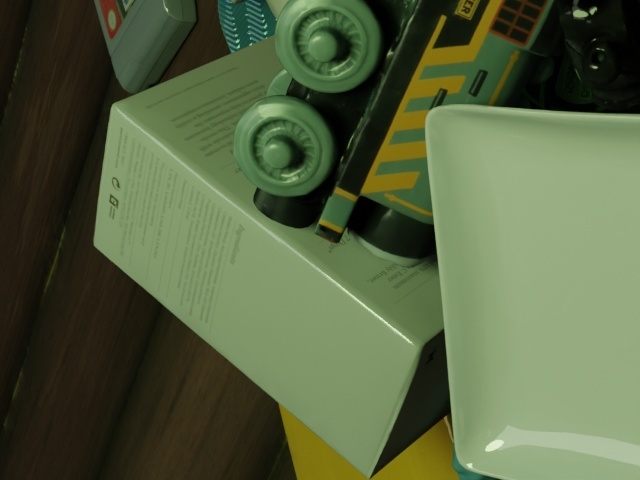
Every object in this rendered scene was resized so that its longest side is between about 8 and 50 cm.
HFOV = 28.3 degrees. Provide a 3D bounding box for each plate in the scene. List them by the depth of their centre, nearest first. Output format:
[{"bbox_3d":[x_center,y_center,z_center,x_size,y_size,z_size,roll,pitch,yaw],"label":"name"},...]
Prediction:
[{"bbox_3d":[0.202,0.046,0.826,0.277,0.045,0.278,7,112,40],"label":"plate"}]

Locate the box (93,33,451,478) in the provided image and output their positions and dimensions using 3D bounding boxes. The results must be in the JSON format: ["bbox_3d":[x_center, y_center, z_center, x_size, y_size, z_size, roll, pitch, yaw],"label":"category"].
[{"bbox_3d":[0.000,0.000,1.112,0.345,0.215,0.168,38,135,23],"label":"box"}]

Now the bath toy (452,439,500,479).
[{"bbox_3d":[0.246,0.179,0.945,0.348,0.129,0.151,14,142,55],"label":"bath toy"}]

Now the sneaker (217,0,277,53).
[{"bbox_3d":[-0.050,-0.214,1.390,0.087,0.092,0.228,-12,77,20],"label":"sneaker"}]

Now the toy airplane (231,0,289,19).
[{"bbox_3d":[0.020,-0.324,1.181,0.386,0.272,0.384,59,179,-41],"label":"toy airplane"}]

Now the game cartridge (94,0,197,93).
[{"bbox_3d":[-0.252,-0.374,1.737,0.196,0.060,0.294,-44,56,43],"label":"game cartridge"}]

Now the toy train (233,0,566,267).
[{"bbox_3d":[0.068,-0.134,0.911,0.142,0.190,0.334,-61,-5,-64],"label":"toy train"}]

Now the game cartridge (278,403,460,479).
[{"bbox_3d":[0.057,0.186,1.306,0.285,0.053,0.323,-36,64,51],"label":"game cartridge"}]

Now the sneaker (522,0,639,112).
[{"bbox_3d":[0.150,-0.257,0.973,0.134,0.146,0.343,76,178,-88],"label":"sneaker"}]

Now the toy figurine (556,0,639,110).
[{"bbox_3d":[0.236,-0.142,0.665,0.209,0.148,0.213,-40,48,-2],"label":"toy figurine"}]
